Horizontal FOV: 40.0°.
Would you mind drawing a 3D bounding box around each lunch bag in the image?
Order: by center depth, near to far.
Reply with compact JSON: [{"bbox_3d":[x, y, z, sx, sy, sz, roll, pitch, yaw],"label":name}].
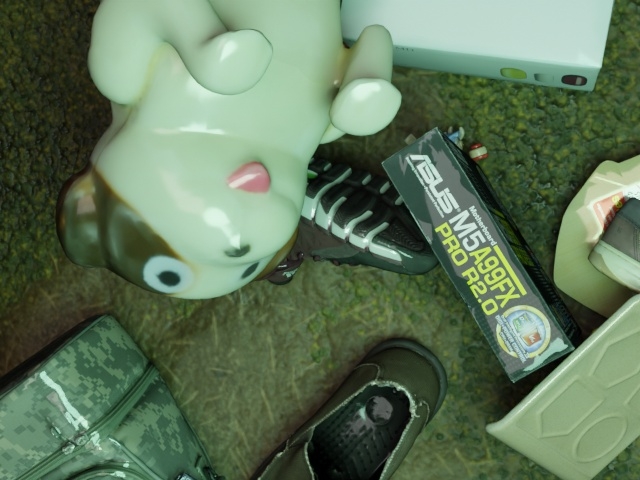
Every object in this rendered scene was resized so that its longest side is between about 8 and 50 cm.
[{"bbox_3d":[-0.292,0.267,1.003,0.305,0.212,0.256,-34,99,12],"label":"lunch bag"}]

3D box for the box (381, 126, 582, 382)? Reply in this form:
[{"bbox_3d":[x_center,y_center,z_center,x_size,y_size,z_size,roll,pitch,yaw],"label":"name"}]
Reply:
[{"bbox_3d":[0.165,0.016,0.840,0.060,0.270,0.216,-32,78,14],"label":"box"}]

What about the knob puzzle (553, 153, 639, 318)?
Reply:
[{"bbox_3d":[0.338,0.004,0.926,0.213,0.030,0.213,1,96,13],"label":"knob puzzle"}]

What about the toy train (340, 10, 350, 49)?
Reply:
[{"bbox_3d":[-0.045,-0.243,0.994,0.144,0.105,0.247,12,93,27],"label":"toy train"}]

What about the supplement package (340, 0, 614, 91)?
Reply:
[{"bbox_3d":[0.171,-0.279,0.910,0.262,0.145,0.203,10,92,14],"label":"supplement package"}]

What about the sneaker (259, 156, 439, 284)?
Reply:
[{"bbox_3d":[0.000,0.000,0.963,0.281,0.106,0.162,29,131,24],"label":"sneaker"}]

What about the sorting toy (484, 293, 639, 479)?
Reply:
[{"bbox_3d":[0.285,0.152,0.882,0.208,0.193,0.038,-43,41,12],"label":"sorting toy"}]

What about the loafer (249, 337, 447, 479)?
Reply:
[{"bbox_3d":[-0.005,0.262,0.962,0.134,0.130,0.365,34,98,11],"label":"loafer"}]

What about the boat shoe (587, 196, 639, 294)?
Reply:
[{"bbox_3d":[0.408,0.047,0.848,0.285,0.103,0.092,26,106,15],"label":"boat shoe"}]

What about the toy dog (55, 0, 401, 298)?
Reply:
[{"bbox_3d":[-0.112,-0.152,0.789,0.396,0.285,0.407,0,83,44],"label":"toy dog"}]

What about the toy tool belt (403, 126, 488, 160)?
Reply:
[{"bbox_3d":[0.137,-0.103,0.967,0.083,0.052,0.051,-17,94,13],"label":"toy tool belt"}]
